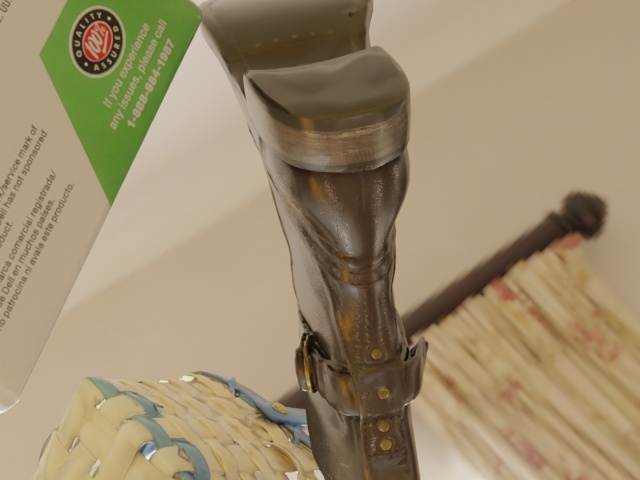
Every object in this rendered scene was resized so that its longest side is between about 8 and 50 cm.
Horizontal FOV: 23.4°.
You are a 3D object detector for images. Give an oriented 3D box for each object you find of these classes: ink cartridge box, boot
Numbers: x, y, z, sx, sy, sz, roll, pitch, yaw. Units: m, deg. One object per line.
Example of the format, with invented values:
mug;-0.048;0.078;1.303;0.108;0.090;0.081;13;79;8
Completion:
ink cartridge box;-0.222;-0.087;0.644;0.289;0.121;0.211;37;-115;-31
boot;0.000;0.000;0.792;0.091;0.263;0.229;-8;-63;-4

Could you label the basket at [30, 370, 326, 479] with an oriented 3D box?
basket;-0.082;0.225;1.112;0.289;0.201;0.255;14;-73;-54
